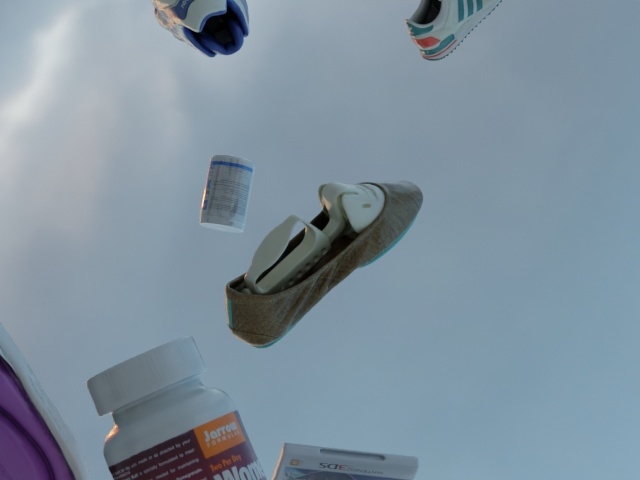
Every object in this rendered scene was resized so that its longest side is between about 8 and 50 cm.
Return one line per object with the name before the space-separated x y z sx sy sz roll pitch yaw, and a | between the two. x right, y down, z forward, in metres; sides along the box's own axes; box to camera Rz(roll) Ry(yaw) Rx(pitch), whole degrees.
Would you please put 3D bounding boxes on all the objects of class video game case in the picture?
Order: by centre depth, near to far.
video game case | 0.017 0.349 1.988 0.023 0.183 0.201 -95 -162 -47

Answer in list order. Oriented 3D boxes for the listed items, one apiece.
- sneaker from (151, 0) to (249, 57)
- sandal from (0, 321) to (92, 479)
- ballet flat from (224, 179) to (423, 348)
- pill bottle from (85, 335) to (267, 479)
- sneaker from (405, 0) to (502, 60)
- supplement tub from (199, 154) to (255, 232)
sneaker | -0.142 -0.272 1.860 0.112 0.296 0.131 -35 -103 7
sandal | -0.353 0.101 1.286 0.169 0.416 0.102 -45 -176 4
ballet flat | 0.000 0.000 2.008 0.342 0.124 0.116 -39 -139 -17
pill bottle | -0.112 0.201 1.270 0.121 0.121 0.221 -29 -97 50
sneaker | 0.165 -0.296 1.798 0.161 0.075 0.057 -49 -135 -4
supplement tub | -0.139 -0.070 2.235 0.071 0.071 0.107 -4 -107 57
